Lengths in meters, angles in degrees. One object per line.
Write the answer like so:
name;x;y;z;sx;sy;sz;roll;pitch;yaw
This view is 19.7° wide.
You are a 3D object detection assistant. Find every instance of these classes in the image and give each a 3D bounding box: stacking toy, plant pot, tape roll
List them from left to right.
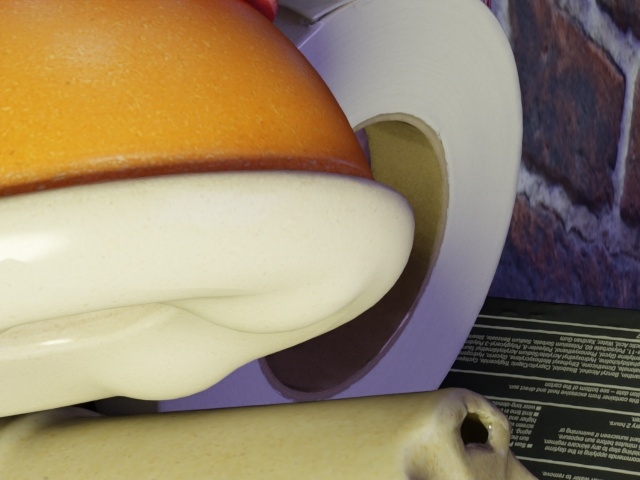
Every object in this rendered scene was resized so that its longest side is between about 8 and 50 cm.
stacking toy;-0.168;-0.160;0.880;0.350;0.350;0.480;9;66;-62
plant pot;-0.035;0.216;0.983;0.334;0.305;0.334;45;38;-50
tape roll;0.000;0.000;1.241;0.392;0.072;0.392;-32;134;-40

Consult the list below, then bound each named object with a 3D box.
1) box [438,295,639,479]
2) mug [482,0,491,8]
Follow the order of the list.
box;0.197;0.216;1.518;0.294;0.296;0.183;-61;143;-38
mug;0.070;-0.255;1.459;0.113;0.150;0.169;-114;-162;-67
